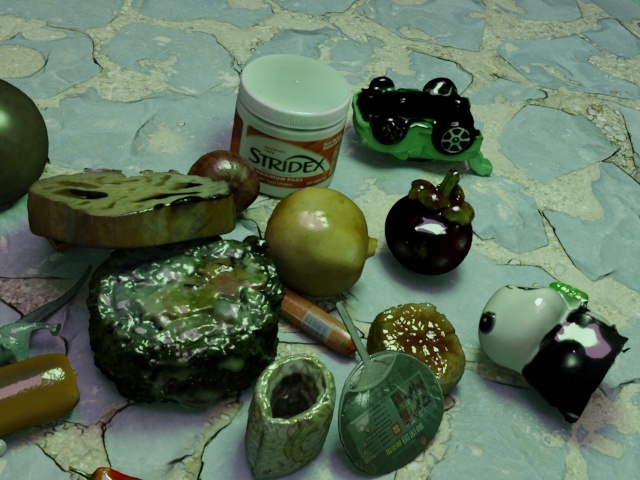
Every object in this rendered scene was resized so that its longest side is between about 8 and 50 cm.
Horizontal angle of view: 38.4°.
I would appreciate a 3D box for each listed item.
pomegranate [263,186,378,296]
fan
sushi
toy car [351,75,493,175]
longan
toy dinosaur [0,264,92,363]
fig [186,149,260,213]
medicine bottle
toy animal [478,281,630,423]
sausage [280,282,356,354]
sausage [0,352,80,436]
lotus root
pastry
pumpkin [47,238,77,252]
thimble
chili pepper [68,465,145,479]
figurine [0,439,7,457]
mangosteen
[{"bbox_3d":[-0.007,0.001,1.828,0.233,0.233,0.233,7,41,-6],"label":"pomegranate"},{"bbox_3d":[0.124,0.252,1.589,0.223,0.012,0.295,2,83,-30],"label":"fan"},{"bbox_3d":[-0.234,0.143,1.632,0.351,0.178,0.294,-7,46,-20],"label":"sushi"},{"bbox_3d":[0.253,-0.275,2.253,0.358,0.176,0.213,1,41,-9],"label":"toy car"},{"bbox_3d":[-0.704,-0.198,1.858,0.300,0.243,0.300,1,78,-7],"label":"longan"},{"bbox_3d":[-0.493,0.166,1.625,0.129,0.076,0.383,25,31,20],"label":"toy dinosaur"},{"bbox_3d":[-0.232,-0.116,1.993,0.160,0.230,0.143,-14,90,-27],"label":"fig"},{"bbox_3d":[-0.073,-0.259,2.086,0.252,0.241,0.253,7,40,-6],"label":"medicine bottle"},{"bbox_3d":[0.438,0.183,1.745,0.266,0.213,0.212,40,47,19],"label":"toy animal"},{"bbox_3d":[-0.057,0.127,1.790,0.347,0.053,0.053,31,44,21],"label":"sausage"},{"bbox_3d":[-0.545,0.274,1.460,0.328,0.112,0.112,-20,50,-29],"label":"sausage"},{"bbox_3d":[-0.352,-0.059,1.704,0.390,0.111,0.375,2,11,2],"label":"lotus root"},{"bbox_3d":[0.174,0.211,1.724,0.182,0.093,0.193,-2,50,-18],"label":"pastry"},{"bbox_3d":[-0.514,-0.020,1.840,0.074,0.054,0.083,-26,58,-31],"label":"pumpkin"},{"bbox_3d":[-0.057,0.295,1.530,0.137,0.144,0.190,29,43,17],"label":"thimble"},{"bbox_3d":[-0.302,0.391,1.427,0.191,0.050,0.059,25,37,-4],"label":"chili pepper"},{"bbox_3d":[-0.616,0.363,1.252,0.370,0.167,0.281,-20,81,-32],"label":"figurine"},{"bbox_3d":[0.237,-0.040,1.925,0.194,0.231,0.194,15,31,-9],"label":"mangosteen"}]
